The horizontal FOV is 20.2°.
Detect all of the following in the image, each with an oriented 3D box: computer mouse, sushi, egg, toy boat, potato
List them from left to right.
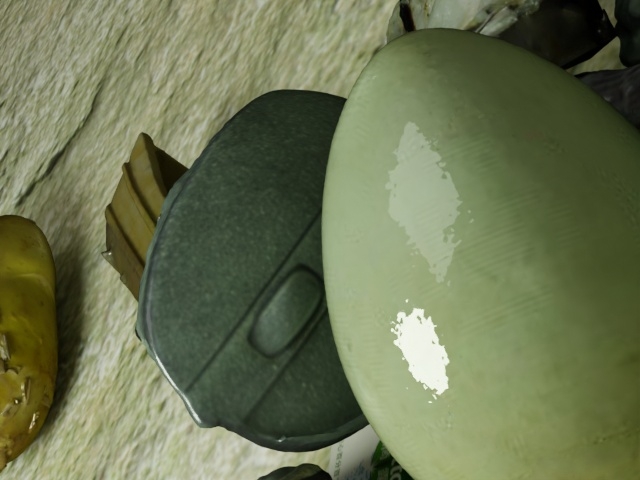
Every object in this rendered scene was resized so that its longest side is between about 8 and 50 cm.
[{"bbox_3d":[-0.329,0.099,1.755,0.173,0.140,0.300,-39,35,24],"label":"potato"},{"bbox_3d":[-0.074,0.011,1.441,0.162,0.136,0.445,-54,29,4],"label":"toy boat"},{"bbox_3d":[0.001,-0.003,1.198,0.114,0.203,0.374,-44,11,30],"label":"computer mouse"},{"bbox_3d":[0.103,-0.148,1.227,0.134,0.109,0.273,-25,2,0],"label":"sushi"},{"bbox_3d":[0.109,0.019,1.003,0.218,0.218,0.295,-23,88,48],"label":"egg"}]

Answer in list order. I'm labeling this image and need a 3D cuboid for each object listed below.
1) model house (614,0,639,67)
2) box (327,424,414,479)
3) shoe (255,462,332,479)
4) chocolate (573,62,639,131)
[{"bbox_3d":[0.184,-0.290,1.087,0.194,0.325,0.267,-12,56,51],"label":"model house"},{"bbox_3d":[0.063,0.193,1.127,0.139,0.073,0.194,-28,44,47],"label":"box"},{"bbox_3d":[-0.101,0.228,1.156,0.336,0.171,0.132,115,167,-53],"label":"shoe"},{"bbox_3d":[0.199,-0.064,1.102,0.248,0.110,0.110,-19,51,51],"label":"chocolate"}]
